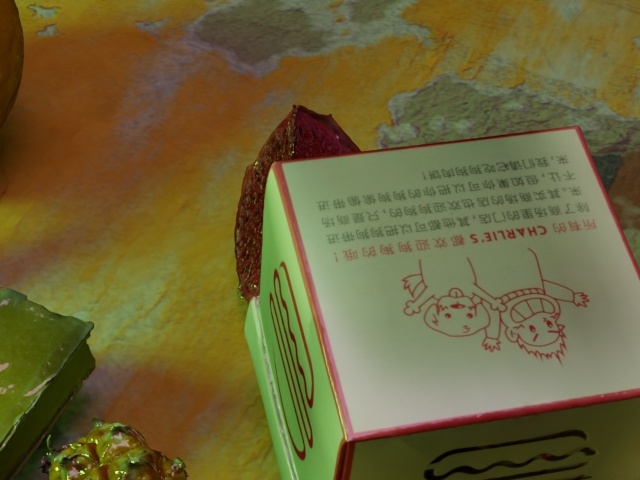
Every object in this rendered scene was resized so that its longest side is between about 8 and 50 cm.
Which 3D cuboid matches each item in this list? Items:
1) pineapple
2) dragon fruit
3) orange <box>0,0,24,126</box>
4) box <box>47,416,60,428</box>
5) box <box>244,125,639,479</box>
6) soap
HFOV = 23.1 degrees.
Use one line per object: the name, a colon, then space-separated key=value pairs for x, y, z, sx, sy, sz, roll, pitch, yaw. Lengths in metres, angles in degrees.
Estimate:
pineapple: x=-0.200 y=0.249 z=1.382 sx=0.164 sy=0.139 sz=0.250 roll=-5 pitch=34 yaw=-38
dragon fruit: x=-0.001 y=0.005 z=1.734 sx=0.161 sy=0.126 sz=0.274 roll=16 pitch=60 yaw=-28
orange: x=-0.512 y=-0.217 z=1.833 sx=0.341 sy=0.293 sz=0.340 roll=-12 pitch=38 yaw=10
box: x=-0.315 y=0.161 z=1.588 sx=0.106 sy=0.037 sz=0.105 roll=2 pitch=40 yaw=-1
box: x=0.117 y=0.111 z=1.427 sx=0.314 sy=0.300 sz=0.312 roll=-8 pitch=53 yaw=-11
soap: x=-0.329 y=0.153 z=1.511 sx=0.135 sy=0.076 sz=0.233 roll=20 pitch=48 yaw=17
